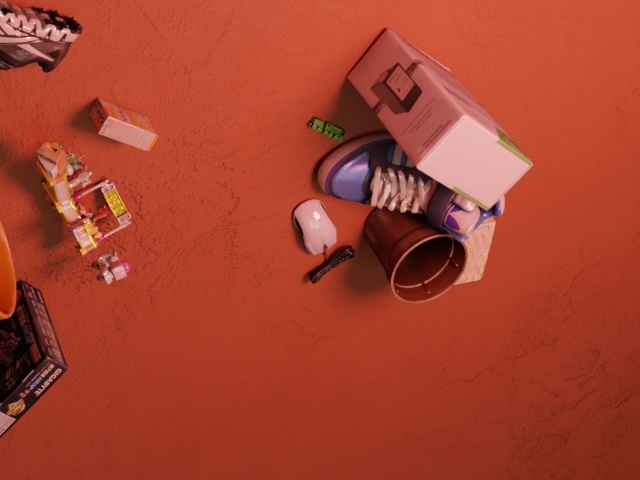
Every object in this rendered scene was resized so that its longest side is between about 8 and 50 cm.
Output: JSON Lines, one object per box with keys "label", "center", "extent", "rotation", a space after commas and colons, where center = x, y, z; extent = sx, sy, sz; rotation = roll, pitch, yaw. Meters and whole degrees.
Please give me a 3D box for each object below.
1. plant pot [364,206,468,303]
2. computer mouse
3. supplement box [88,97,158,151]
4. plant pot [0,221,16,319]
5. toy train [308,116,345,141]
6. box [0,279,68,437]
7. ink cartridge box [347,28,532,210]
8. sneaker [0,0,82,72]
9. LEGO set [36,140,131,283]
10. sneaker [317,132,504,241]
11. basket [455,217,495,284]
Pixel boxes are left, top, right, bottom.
{"label": "plant pot", "center": [0.174, 0.010, 2.208], "extent": [0.167, 0.165, 0.167], "rotation": [-17, 132, -19]}
{"label": "computer mouse", "center": [0.000, 0.000, 2.185], "extent": [0.106, 0.042, 0.193], "rotation": [-30, 135, -4]}
{"label": "supplement box", "center": [-0.318, -0.187, 1.828], "extent": [0.098, 0.062, 0.036], "rotation": [18, 116, -40]}
{"label": "plant pot", "center": [-0.602, 0.043, 1.773], "extent": [0.188, 0.205, 0.205], "rotation": [-13, 133, -1]}
{"label": "toy train", "center": [0.013, -0.201, 2.044], "extent": [0.083, 0.017, 0.023], "rotation": [20, 103, -40]}
{"label": "box", "center": [-0.525, 0.197, 1.914], "extent": [0.175, 0.220, 0.051], "rotation": [-45, 132, 9]}
{"label": "ink cartridge box", "center": [0.203, -0.211, 1.956], "extent": [0.211, 0.289, 0.121], "rotation": [26, 113, -42]}
{"label": "sneaker", "center": [-0.467, -0.298, 1.637], "extent": [0.234, 0.078, 0.106], "rotation": [11, 117, -39]}
{"label": "LEGO set", "center": [-0.379, -0.074, 1.852], "extent": [0.107, 0.132, 0.287], "rotation": [-31, 130, -17]}
{"label": "sneaker", "center": [0.183, -0.089, 2.080], "extent": [0.323, 0.236, 0.130], "rotation": [-8, 129, -25]}
{"label": "basket", "center": [0.280, 0.001, 2.307], "extent": [0.113, 0.103, 0.167], "rotation": [-10, 131, -23]}
